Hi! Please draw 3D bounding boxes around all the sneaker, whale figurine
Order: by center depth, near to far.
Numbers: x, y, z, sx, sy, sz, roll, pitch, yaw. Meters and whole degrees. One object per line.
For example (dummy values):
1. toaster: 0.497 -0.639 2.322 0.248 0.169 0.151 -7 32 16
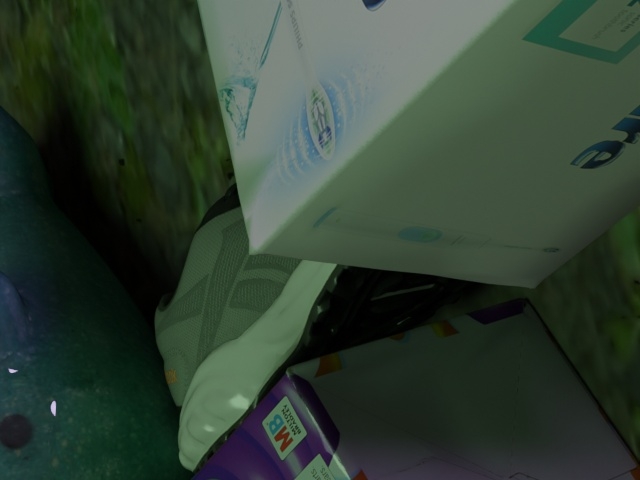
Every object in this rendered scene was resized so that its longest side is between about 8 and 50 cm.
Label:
1. sneaker: 0.000 0.000 0.777 0.271 0.100 0.108 -48 59 41
2. whale figurine: -0.133 0.057 0.916 0.216 0.141 0.272 80 -179 -66

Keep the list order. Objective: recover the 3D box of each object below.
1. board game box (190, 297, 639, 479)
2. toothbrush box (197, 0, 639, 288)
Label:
1. board game box: 0.004 0.169 0.779 0.142 0.144 0.275 57 133 20
2. toothbrush box: 0.052 -0.164 0.595 0.216 0.126 0.295 -42 52 44
